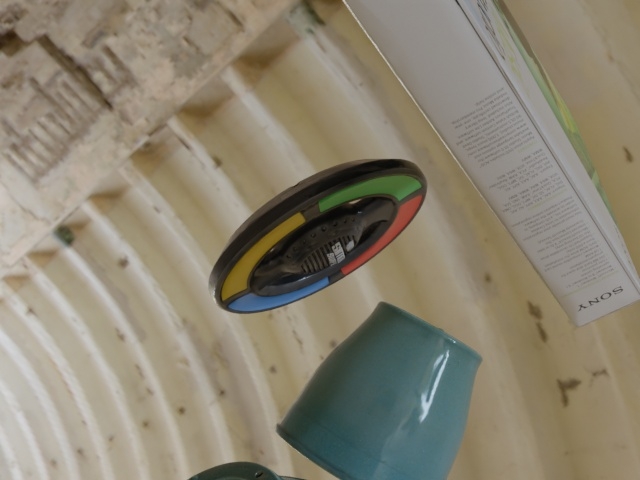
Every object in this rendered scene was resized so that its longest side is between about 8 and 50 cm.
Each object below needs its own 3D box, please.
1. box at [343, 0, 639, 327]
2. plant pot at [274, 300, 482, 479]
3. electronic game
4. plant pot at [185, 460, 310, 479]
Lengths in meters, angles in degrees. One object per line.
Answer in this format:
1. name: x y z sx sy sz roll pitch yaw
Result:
1. box: 0.104 -0.122 0.602 0.058 0.322 0.232 -27 -143 20
2. plant pot: 0.108 0.241 1.376 0.255 0.272 0.272 -61 -167 -5
3. electronic game: 0.000 0.000 0.849 0.229 0.048 0.229 -27 159 -11
4. plant pot: -0.055 0.313 0.757 0.293 0.196 0.293 -26 -155 14
